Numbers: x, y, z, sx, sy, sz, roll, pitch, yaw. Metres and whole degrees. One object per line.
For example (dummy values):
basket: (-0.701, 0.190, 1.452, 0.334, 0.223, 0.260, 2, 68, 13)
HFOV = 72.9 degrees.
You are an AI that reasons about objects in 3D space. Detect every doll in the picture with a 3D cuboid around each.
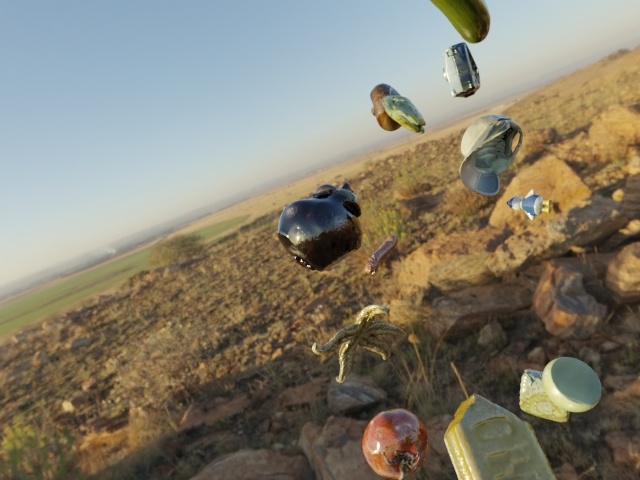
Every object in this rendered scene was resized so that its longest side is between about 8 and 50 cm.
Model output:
doll: (0.644, -0.112, 1.350, 0.057, 0.099, 0.142, -17, 17, -32)

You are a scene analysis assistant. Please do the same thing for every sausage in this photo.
sausage: (0.325, 0.074, 2.315, 0.078, 0.078, 0.304, -10, 27, 46)

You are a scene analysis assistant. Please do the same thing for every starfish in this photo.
starfish: (0.140, 0.317, 1.427, 0.374, 0.327, 0.094, -11, 41, -25)

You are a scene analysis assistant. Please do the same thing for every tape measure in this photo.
tape measure: (0.495, -0.596, 1.531, 0.107, 0.182, 0.181, -17, 0, 30)

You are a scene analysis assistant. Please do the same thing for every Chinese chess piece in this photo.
Chinese chess piece: (0.680, 0.390, 1.178, 0.143, 0.059, 0.144, 1, 50, -1)

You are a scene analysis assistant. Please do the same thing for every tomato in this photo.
tomato: (0.253, 0.696, 1.502, 0.231, 0.232, 0.188, -21, 16, -2)

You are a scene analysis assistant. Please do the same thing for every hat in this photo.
hat: (0.494, -0.266, 1.317, 0.161, 0.232, 0.275, 20, 49, 36)

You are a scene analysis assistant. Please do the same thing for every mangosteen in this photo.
mangosteen: (0.018, -0.042, 1.306, 0.287, 0.233, 0.287, -33, -14, -9)

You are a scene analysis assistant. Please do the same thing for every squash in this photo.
squash: (0.238, -0.418, 0.755, 0.069, 0.069, 0.258, -12, -16, 41)

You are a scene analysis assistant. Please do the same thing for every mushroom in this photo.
mushroom: (0.350, -0.686, 2.236, 0.153, 0.253, 0.253, -19, 10, 35)

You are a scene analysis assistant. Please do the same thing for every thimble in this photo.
thimble: (0.742, 0.502, 1.425, 0.143, 0.191, 0.137, 9, 45, 35)

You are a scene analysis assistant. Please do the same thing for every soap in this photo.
soap: (0.335, 0.419, 0.801, 0.160, 0.258, 0.080, -7, -33, -16)

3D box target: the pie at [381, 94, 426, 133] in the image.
pie: (0.335, -0.498, 1.697, 0.090, 0.201, 0.248, -51, 20, 25)
